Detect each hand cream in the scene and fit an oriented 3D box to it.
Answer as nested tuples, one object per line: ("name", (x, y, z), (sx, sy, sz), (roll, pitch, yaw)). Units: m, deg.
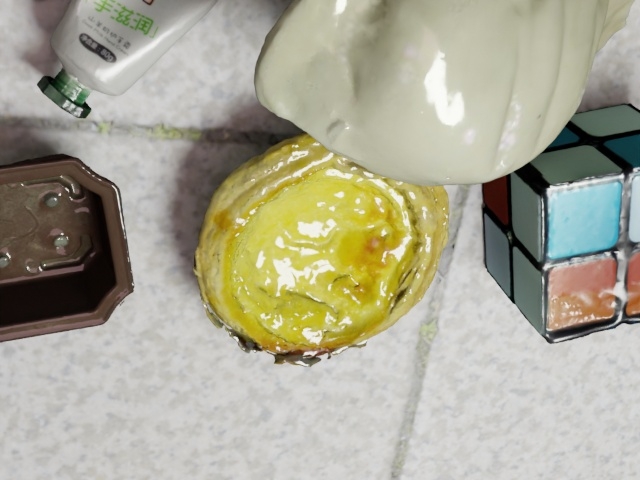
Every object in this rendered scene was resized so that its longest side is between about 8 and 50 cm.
("hand cream", (-0.129, -0.252, 0.848), (0.121, 0.076, 0.336), (38, 99, -11))

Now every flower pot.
("flower pot", (-0.310, 0.001, 0.921), (0.250, 0.084, 0.179), (-9, 118, -11))

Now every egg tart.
("egg tart", (0.000, 0.000, 0.996), (0.278, 0.095, 0.279), (-7, 123, -11))

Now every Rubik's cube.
("Rubik's cube", (0.279, -0.023, 1.007), (0.183, 0.167, 0.180), (-14, 118, -8))

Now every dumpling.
("dumpling", (0.151, -0.191, 0.827), (0.395, 0.233, 0.315), (-3, 148, -38))
